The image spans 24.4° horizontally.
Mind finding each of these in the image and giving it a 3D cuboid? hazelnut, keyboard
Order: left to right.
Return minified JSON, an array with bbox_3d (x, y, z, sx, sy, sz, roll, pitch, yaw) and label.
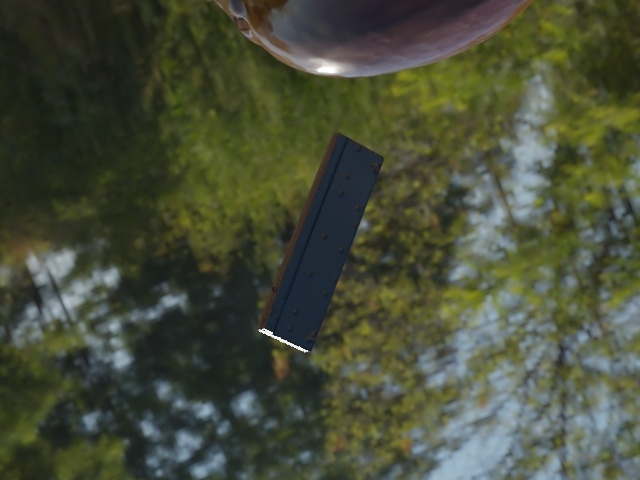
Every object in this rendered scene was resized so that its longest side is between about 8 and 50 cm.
[{"bbox_3d":[0.000,0.000,2.119,0.018,0.101,0.310,4,-110,58],"label":"keyboard"},{"bbox_3d":[0.051,-0.314,1.303,0.372,0.372,0.315,-19,157,19],"label":"hazelnut"}]
